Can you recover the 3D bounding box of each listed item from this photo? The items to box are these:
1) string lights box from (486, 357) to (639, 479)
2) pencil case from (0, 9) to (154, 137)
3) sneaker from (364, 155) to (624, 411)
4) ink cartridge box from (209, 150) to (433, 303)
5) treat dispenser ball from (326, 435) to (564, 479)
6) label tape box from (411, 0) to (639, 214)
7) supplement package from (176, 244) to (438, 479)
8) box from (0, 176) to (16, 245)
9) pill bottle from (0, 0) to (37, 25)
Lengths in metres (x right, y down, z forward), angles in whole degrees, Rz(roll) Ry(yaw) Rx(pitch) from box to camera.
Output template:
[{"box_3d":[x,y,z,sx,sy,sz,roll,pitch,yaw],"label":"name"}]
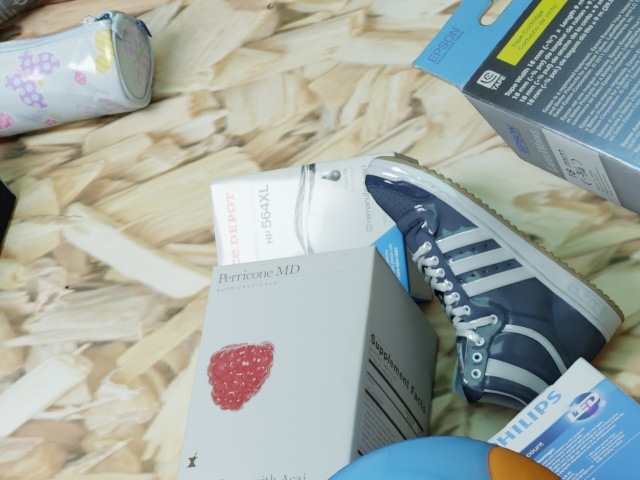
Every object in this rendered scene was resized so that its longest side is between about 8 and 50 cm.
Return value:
[{"box_3d":[0.261,0.220,1.629,0.133,0.076,0.260,-41,36,-5],"label":"string lights box"},{"box_3d":[-0.331,-0.189,2.217,0.273,0.124,0.113,-11,54,21],"label":"pencil case"},{"box_3d":[0.130,0.050,1.779,0.282,0.099,0.153,36,80,5],"label":"sneaker"},{"box_3d":[0.000,0.000,1.910,0.203,0.086,0.148,-9,82,20],"label":"ink cartridge box"},{"box_3d":[0.098,0.298,1.486,0.288,0.288,0.288,-13,53,18],"label":"treat dispenser ball"},{"box_3d":[0.298,-0.179,1.909,0.334,0.106,0.240,29,74,38],"label":"label tape box"},{"box_3d":[-0.011,0.178,1.765,0.178,0.175,0.293,-8,54,23],"label":"supplement package"},{"box_3d":[-0.554,0.049,2.123,0.313,0.179,0.343,-2,57,24],"label":"box"},{"box_3d":[-0.471,-0.322,2.344,0.318,0.176,0.176,-33,49,1],"label":"pill bottle"}]
